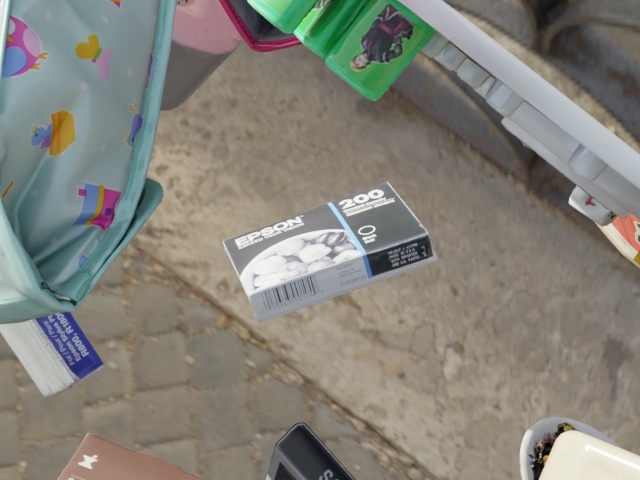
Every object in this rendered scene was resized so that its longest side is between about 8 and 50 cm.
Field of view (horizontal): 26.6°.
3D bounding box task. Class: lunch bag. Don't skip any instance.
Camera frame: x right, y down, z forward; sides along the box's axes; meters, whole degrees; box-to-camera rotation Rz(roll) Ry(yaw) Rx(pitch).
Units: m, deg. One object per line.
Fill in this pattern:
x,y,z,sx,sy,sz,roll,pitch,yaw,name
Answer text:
-0.217,-0.067,0.835,0.223,0.160,0.262,-8,72,33,lunch bag

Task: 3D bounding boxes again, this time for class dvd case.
0.031,0.219,0.962,0.029,0.238,0.179,-41,80,-15,dvd case

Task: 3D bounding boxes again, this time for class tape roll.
-0.168,-0.210,1.098,0.072,0.219,0.219,-43,71,24,tape roll

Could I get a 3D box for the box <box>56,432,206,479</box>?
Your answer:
-0.244,0.430,1.597,0.191,0.143,0.381,21,123,5,box

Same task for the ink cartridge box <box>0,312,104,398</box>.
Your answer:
-0.406,0.052,1.785,0.071,0.330,0.324,-34,92,-22,ink cartridge box

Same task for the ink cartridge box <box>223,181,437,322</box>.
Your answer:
0.000,0.000,1.510,0.206,0.208,0.045,-19,115,-7,ink cartridge box

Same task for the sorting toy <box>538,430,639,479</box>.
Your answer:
0.103,0.168,0.416,0.196,0.047,0.347,19,84,50,sorting toy

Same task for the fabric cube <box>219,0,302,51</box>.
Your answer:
0.030,-0.336,1.011,0.254,0.259,0.258,-16,28,29,fabric cube

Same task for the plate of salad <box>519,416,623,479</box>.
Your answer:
0.238,0.218,1.066,0.048,0.200,0.200,-45,70,32,plate of salad

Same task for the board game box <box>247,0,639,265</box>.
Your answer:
0.129,-0.038,0.714,0.390,0.390,0.050,37,100,-8,board game box

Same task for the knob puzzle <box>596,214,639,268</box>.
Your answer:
0.367,-0.012,1.443,0.213,0.213,0.030,46,125,17,knob puzzle
